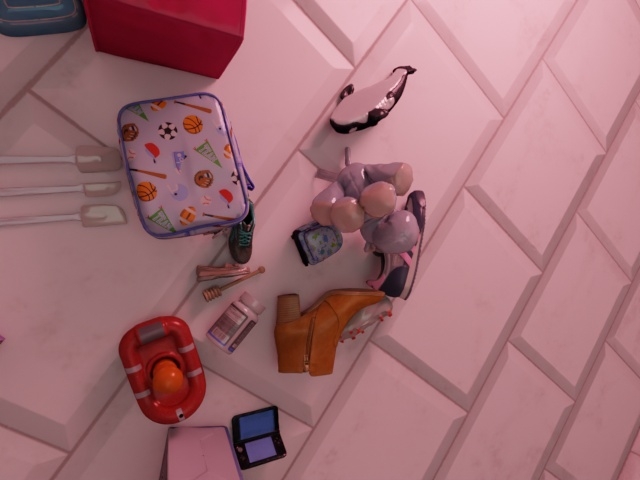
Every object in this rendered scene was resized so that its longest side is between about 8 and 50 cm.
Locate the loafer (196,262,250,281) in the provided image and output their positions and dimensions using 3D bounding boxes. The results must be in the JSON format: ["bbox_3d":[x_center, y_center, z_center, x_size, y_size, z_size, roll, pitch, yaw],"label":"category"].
[{"bbox_3d":[-0.229,0.069,0.957,0.125,0.045,0.039,-8,84,-13],"label":"loafer"}]

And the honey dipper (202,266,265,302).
[{"bbox_3d":[-0.206,0.100,0.984,0.161,0.030,0.030,-27,104,-24],"label":"honey dipper"}]

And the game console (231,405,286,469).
[{"bbox_3d":[-0.152,0.491,1.014,0.122,0.107,0.071,-5,124,-24],"label":"game console"}]

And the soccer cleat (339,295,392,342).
[{"bbox_3d":[0.108,0.214,1.127,0.196,0.076,0.068,-28,146,-6],"label":"soccer cleat"}]

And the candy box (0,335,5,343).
[{"bbox_3d":[-0.722,0.214,0.724,0.165,0.070,0.196,46,75,-21],"label":"candy box"}]

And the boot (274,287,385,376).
[{"bbox_3d":[0.029,0.235,1.048,0.295,0.104,0.211,-4,88,-8],"label":"boot"}]

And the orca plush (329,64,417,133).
[{"bbox_3d":[0.138,-0.366,1.104,0.151,0.102,0.287,26,65,20],"label":"orca plush"}]

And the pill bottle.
[{"bbox_3d":[-0.199,0.193,0.966,0.078,0.078,0.137,45,75,-21],"label":"pill bottle"}]

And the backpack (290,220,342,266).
[{"bbox_3d":[0.000,0.000,1.044,0.114,0.084,0.105,-30,108,-24],"label":"backpack"}]

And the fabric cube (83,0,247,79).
[{"bbox_3d":[-0.290,-0.499,0.781,0.258,0.254,0.259,5,92,-24],"label":"fabric cube"}]

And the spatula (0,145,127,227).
[{"bbox_3d":[-0.533,-0.107,0.823,0.242,0.019,0.168,-6,101,-24],"label":"spatula"}]

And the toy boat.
[{"bbox_3d":[-0.330,0.286,0.869,0.151,0.151,0.231,-19,101,-23],"label":"toy boat"}]

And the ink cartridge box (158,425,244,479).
[{"bbox_3d":[-0.281,0.642,0.851,0.151,0.270,0.395,12,89,-20],"label":"ink cartridge box"}]

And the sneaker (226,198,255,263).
[{"bbox_3d":[-0.184,-0.025,0.959,0.065,0.076,0.166,-2,95,-24],"label":"sneaker"}]

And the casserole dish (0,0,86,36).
[{"bbox_3d":[-0.551,-0.460,0.778,0.188,0.037,0.114,-20,102,-24],"label":"casserole dish"}]

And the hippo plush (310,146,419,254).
[{"bbox_3d":[0.112,-0.057,1.014,0.234,0.294,0.236,-40,124,-15],"label":"hippo plush"}]

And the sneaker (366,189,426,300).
[{"bbox_3d":[0.214,-0.002,1.139,0.131,0.112,0.319,12,76,3],"label":"sneaker"}]

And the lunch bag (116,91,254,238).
[{"bbox_3d":[-0.277,-0.149,0.860,0.243,0.115,0.303,-14,91,-17],"label":"lunch bag"}]
